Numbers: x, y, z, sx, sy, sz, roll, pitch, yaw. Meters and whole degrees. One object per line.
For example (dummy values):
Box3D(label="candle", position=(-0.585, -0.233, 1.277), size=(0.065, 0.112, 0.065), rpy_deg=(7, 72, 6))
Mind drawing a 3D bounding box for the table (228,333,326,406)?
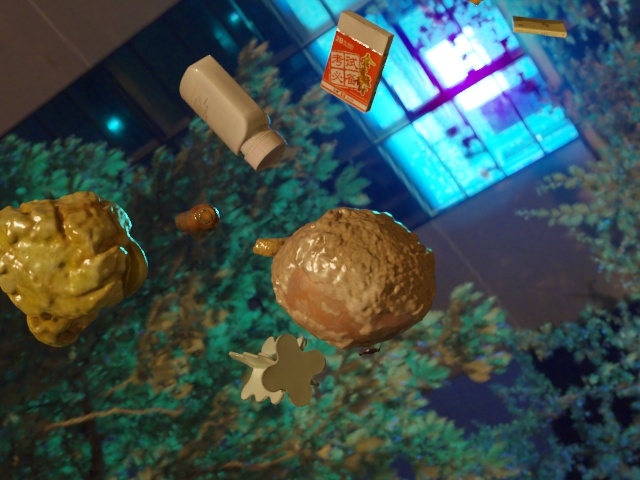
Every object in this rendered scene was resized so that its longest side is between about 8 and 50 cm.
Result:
Box3D(label="table", position=(-0.108, 0.292, 2.093), size=(0.167, 0.198, 0.166), rpy_deg=(4, -97, -31))

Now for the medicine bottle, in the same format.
Box3D(label="medicine bottle", position=(-0.218, -0.312, 2.293), size=(0.111, 0.161, 0.296), rpy_deg=(-37, -102, -28))

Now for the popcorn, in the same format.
Box3D(label="popcorn", position=(-0.566, 0.053, 2.012), size=(0.294, 0.334, 0.292), rpy_deg=(7, -120, -43))

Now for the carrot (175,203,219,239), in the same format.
Box3D(label="carrot", position=(-0.259, -0.038, 1.910), size=(0.070, 0.070, 0.342), rpy_deg=(56, 167, -8))

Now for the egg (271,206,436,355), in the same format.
Box3D(label="egg", position=(0.062, 0.070, 1.726), size=(0.311, 0.279, 0.279), rpy_deg=(3, -129, -18))

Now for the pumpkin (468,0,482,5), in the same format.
Box3D(label="pumpkin", position=(0.272, -0.616, 1.841), size=(0.278, 0.111, 0.163), rpy_deg=(51, 171, -11))

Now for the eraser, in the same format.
Box3D(label="eraser", position=(0.094, -0.470, 2.417), size=(0.157, 0.230, 0.038), rpy_deg=(34, -141, 22))

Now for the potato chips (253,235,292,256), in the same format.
Box3D(label="potato chips", position=(0.000, 0.000, 2.772), size=(0.080, 0.407, 0.057), rpy_deg=(-146, 52, -59))

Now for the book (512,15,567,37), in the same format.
Box3D(label="book", position=(0.461, -0.451, 1.938), size=(0.077, 0.111, 0.014), rpy_deg=(-76, -8, -56))
